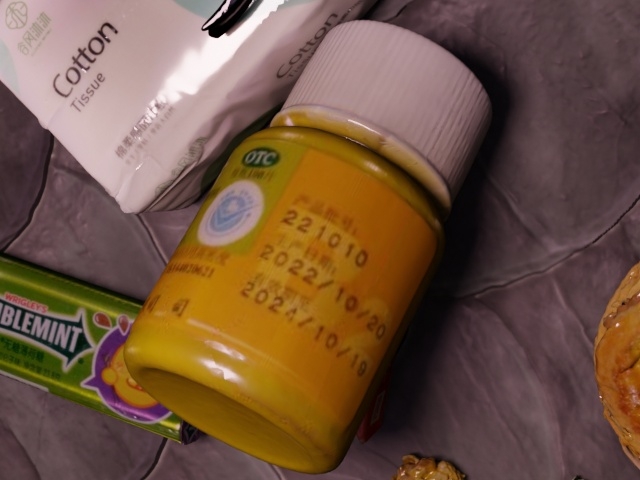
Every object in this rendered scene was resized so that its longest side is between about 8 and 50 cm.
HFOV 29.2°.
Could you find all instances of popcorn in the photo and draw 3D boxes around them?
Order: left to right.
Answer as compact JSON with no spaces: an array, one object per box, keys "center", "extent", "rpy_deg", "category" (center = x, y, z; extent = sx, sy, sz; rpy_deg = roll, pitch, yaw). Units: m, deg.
[{"center":[0.104,0.262,1.262],"extent":[0.084,0.084,0.084],"rpy_deg":[1,94,18],"category":"popcorn"}]

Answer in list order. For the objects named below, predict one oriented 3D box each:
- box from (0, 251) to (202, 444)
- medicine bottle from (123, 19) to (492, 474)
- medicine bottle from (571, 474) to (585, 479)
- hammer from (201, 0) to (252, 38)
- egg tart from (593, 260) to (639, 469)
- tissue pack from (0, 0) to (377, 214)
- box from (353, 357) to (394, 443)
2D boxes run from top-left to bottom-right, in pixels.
[{"center":[-0.279,0.109,1.370],"extent":[0.345,0.097,0.134],"rpy_deg":[18,97,17],"category":"box"},{"center":[0.000,0.000,1.136],"extent":[0.224,0.224,0.384],"rpy_deg":[23,69,16],"category":"medicine bottle"},{"center":[0.235,0.334,1.135],"extent":[0.141,0.250,0.137],"rpy_deg":[36,105,16],"category":"medicine bottle"},{"center":[-0.245,-0.274,1.168],"extent":[0.426,0.044,0.152],"rpy_deg":[5,93,22],"category":"hammer"},{"center":[0.400,0.116,1.139],"extent":[0.297,0.132,0.297],"rpy_deg":[6,110,16],"category":"egg tart"},{"center":[-0.138,-0.238,1.252],"extent":[0.266,0.194,0.356],"rpy_deg":[46,106,10],"category":"tissue pack"},{"center":[-0.017,0.124,1.285],"extent":[0.182,0.099,0.133],"rpy_deg":[10,97,16],"category":"box"}]
